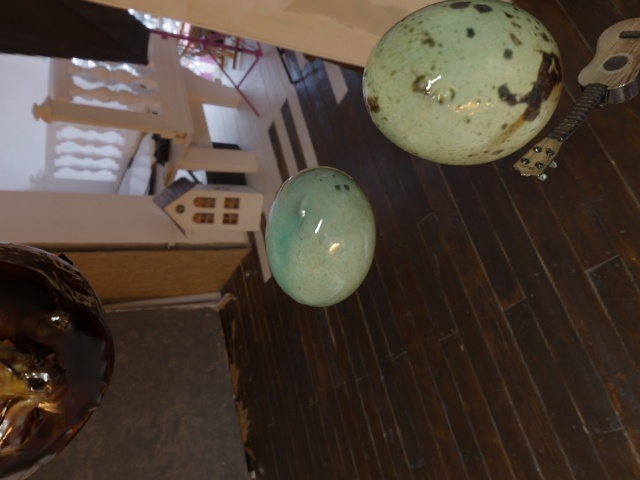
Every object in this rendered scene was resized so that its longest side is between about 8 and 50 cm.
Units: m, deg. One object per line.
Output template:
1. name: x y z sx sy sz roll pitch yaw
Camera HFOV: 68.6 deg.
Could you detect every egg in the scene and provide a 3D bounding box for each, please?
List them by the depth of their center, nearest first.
1. egg: 0.000 0.000 0.716 0.169 0.169 0.237 49 145 48
2. egg: 0.251 -0.280 0.846 0.287 0.379 0.288 179 90 -71

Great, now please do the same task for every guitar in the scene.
1. guitar: 0.317 -0.161 0.549 0.271 0.038 0.084 -48 37 -11

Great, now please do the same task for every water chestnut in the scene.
1. water chestnut: -0.433 0.159 0.620 0.302 0.350 0.351 -2 88 41

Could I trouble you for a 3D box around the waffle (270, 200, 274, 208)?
1. waffle: -0.027 -0.060 1.067 0.036 0.169 0.183 -58 2 32
